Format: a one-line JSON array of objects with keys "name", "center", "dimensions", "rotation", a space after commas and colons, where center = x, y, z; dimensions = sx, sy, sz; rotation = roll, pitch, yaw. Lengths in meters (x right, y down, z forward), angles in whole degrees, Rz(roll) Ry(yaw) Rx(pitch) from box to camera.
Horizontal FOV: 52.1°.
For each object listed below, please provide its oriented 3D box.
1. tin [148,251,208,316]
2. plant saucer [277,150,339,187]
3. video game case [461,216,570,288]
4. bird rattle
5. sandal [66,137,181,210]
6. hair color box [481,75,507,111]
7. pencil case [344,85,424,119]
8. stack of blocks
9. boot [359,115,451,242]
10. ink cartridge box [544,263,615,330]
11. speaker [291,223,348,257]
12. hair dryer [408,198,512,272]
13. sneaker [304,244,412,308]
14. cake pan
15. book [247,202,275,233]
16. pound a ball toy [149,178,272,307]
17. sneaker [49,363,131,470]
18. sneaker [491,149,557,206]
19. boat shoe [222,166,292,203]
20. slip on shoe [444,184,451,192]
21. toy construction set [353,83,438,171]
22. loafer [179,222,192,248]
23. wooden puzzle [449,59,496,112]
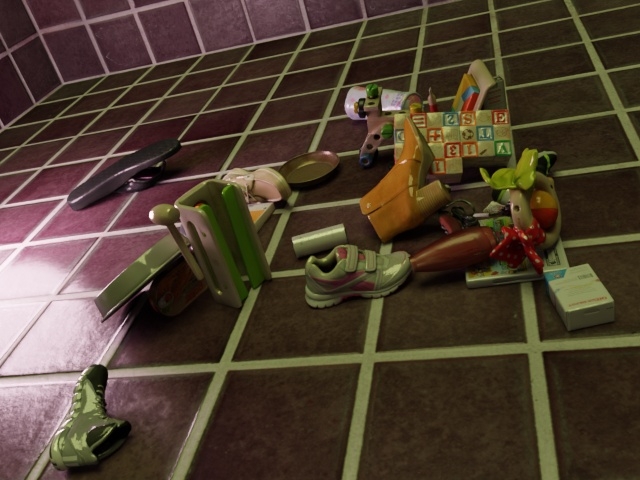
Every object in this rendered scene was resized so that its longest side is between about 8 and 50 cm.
[{"name": "tin", "center": [-0.334, 0.103, 1.577], "dimensions": [0.040, 0.106, 0.189], "rotation": [2, 34, 41]}, {"name": "plant saucer", "center": [-0.034, -0.212, 1.994], "dimensions": [0.198, 0.036, 0.199], "rotation": [-12, 32, 8]}, {"name": "video game case", "center": [0.417, 0.016, 1.427], "dimensions": [0.206, 0.026, 0.227], "rotation": [-8, 33, 14]}, {"name": "bird rattle", "center": [0.437, -0.057, 1.334], "dimensions": [0.206, 0.254, 0.143], "rotation": [0, -18, -42]}, {"name": "sandal", "center": [-0.662, -0.219, 2.267], "dimensions": [0.445, 0.107, 0.168], "rotation": [-27, 32, 7]}, {"name": "hair color box", "center": [0.510, -0.407, 1.936], "dimensions": [0.071, 0.141, 0.043], "rotation": [-15, 32, 2]}, {"name": "pencil case", "center": [0.209, -0.445, 2.173], "dimensions": [0.273, 0.114, 0.124], "rotation": [18, 2, 44]}, {"name": "stack of blocks", "center": [0.343, -0.243, 1.719], "dimensions": [0.296, 0.087, 0.171], "rotation": [-2, 77, 5]}, {"name": "boot", "center": [0.184, -0.154, 1.622], "dimensions": [0.211, 0.104, 0.295], "rotation": [-28, 54, 21]}, {"name": "ink cartridge box", "center": [0.483, 0.106, 1.225], "dimensions": [0.088, 0.052, 0.122], "rotation": [-14, 30, 6]}, {"name": "speaker", "center": [0.000, 0.000, 1.623], "dimensions": [0.136, 0.055, 0.055], "rotation": [-16, 31, 3]}, {"name": "hair dryer", "center": [0.305, -0.005, 1.445], "dimensions": [0.293, 0.080, 0.223], "rotation": [-32, 19, -32]}, {"name": "sneaker", "center": [0.077, 0.064, 1.430], "dimensions": [0.252, 0.111, 0.103], "rotation": [-16, 31, 2]}, {"name": "cake pan", "center": [-0.424, 0.078, 1.560], "dimensions": [0.293, 0.054, 0.293], "rotation": [-42, 5, 5]}, {"name": "book", "center": [-0.199, -0.060, 1.838], "dimensions": [0.096, 0.035, 0.144], "rotation": [-2, 33, 25]}, {"name": "pound a ball toy", "center": [-0.260, 0.009, 1.481], "dimensions": [0.135, 0.319, 0.208], "rotation": [12, 42, 39]}, {"name": "sneaker", "center": [-0.421, 0.341, 1.276], "dimensions": [0.132, 0.086, 0.229], "rotation": [-4, 43, 11]}, {"name": "sneaker", "center": [0.515, -0.134, 1.590], "dimensions": [0.234, 0.084, 0.097], "rotation": [-35, 59, -25]}, {"name": "boat shoe", "center": [-0.199, -0.149, 1.912], "dimensions": [0.098, 0.109, 0.302], "rotation": [-41, 33, -28]}, {"name": "slip on shoe", "center": [0.279, -0.093, 1.645], "dimensions": [0.135, 0.051, 0.041], "rotation": [-28, 56, -19]}, {"name": "toy construction set", "center": [0.238, -0.365, 1.909], "dimensions": [0.257, 0.237, 0.309], "rotation": [12, 41, 39]}, {"name": "loafer", "center": [-0.297, -0.001, 1.761], "dimensions": [0.109, 0.095, 0.302], "rotation": [-53, 32, -1]}, {"name": "wooden puzzle", "center": [0.415, -0.383, 1.884], "dimensions": [0.044, 0.239, 0.221], "rotation": [17, 31, -9]}]
